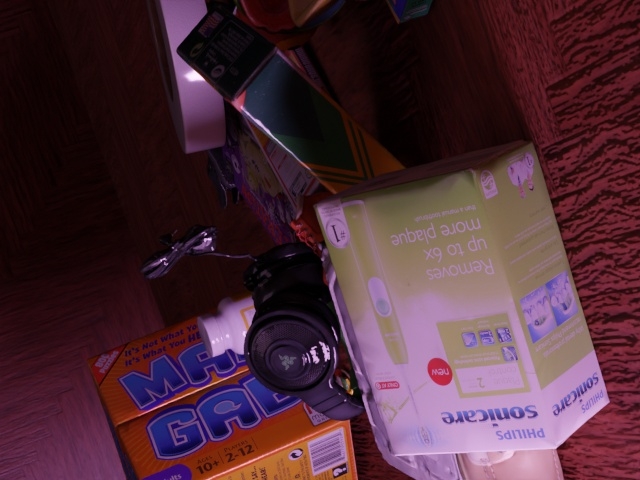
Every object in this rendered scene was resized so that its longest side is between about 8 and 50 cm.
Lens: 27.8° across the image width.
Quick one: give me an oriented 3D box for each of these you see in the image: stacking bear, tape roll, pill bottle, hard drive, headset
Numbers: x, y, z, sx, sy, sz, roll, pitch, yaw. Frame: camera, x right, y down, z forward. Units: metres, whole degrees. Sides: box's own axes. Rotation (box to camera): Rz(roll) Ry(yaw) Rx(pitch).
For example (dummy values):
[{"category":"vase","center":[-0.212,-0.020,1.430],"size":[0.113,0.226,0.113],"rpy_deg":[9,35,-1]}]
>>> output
[{"category":"stacking bear","center":[-0.039,-0.311,1.556],"size":[0.289,0.175,0.164],"rpy_deg":[148,100,-80]},{"category":"tape roll","center":[-0.232,-0.338,2.138],"size":[0.392,0.072,0.392],"rpy_deg":[167,90,-81]},{"category":"pill bottle","center":[-0.113,0.134,2.214],"size":[0.103,0.184,0.103],"rpy_deg":[161,90,-73]},{"category":"hard drive","center":[0.116,0.163,1.665],"size":[0.237,0.064,0.339],"rpy_deg":[20,131,59]},{"category":"headset","center":[-0.063,0.108,1.812],"size":[0.394,0.185,0.243],"rpy_deg":[45,-154,-35]}]

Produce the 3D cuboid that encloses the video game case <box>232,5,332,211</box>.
[{"category":"video game case","center":[-0.058,-0.204,1.843],"size":[0.285,0.025,0.204],"rpy_deg":[61,150,16]}]

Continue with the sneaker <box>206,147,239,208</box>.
[{"category":"sneaker","center":[-0.187,-0.144,2.365],"size":[0.170,0.051,0.089],"rpy_deg":[67,159,-2]}]

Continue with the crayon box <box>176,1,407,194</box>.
[{"category":"crayon box","center":[-0.006,-0.125,1.503],"size":[0.318,0.081,0.202],"rpy_deg":[39,-177,-33]}]

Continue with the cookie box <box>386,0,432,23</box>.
[{"category":"cookie box","center":[0.089,-0.296,1.350],"size":[0.107,0.040,0.092],"rpy_deg":[106,141,-63]}]

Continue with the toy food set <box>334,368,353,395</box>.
[{"category":"toy food set","center":[0.045,0.250,2.134],"size":[0.083,0.020,0.082],"rpy_deg":[-176,67,-72]}]

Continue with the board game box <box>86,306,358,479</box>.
[{"category":"board game box","center":[-0.165,0.376,2.316],"size":[0.356,0.356,0.356],"rpy_deg":[-126,20,-44]}]

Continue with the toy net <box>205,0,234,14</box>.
[{"category":"toy net","center":[-0.119,-0.305,1.981],"size":[0.232,0.045,0.122],"rpy_deg":[-148,42,-64]}]

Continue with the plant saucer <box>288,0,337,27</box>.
[{"category":"plant saucer","center":[0.029,-0.410,1.257],"size":[0.333,0.081,0.333],"rpy_deg":[156,107,-73]}]

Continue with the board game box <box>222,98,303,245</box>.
[{"category":"board game box","center":[-0.082,-0.105,2.095],"size":[0.347,0.056,0.208],"rpy_deg":[52,160,45]}]

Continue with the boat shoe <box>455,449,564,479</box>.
[{"category":"boat shoe","center":[0.204,0.201,1.443],"size":[0.098,0.109,0.302],"rpy_deg":[112,141,-67]}]

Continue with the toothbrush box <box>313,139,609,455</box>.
[{"category":"toothbrush box","center":[0.142,0.063,1.311],"size":[0.206,0.122,0.283],"rpy_deg":[-10,102,42]}]

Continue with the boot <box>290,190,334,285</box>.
[{"category":"boot","center":[0.000,0.000,1.785],"size":[0.059,0.084,0.158],"rpy_deg":[97,174,-55]}]
